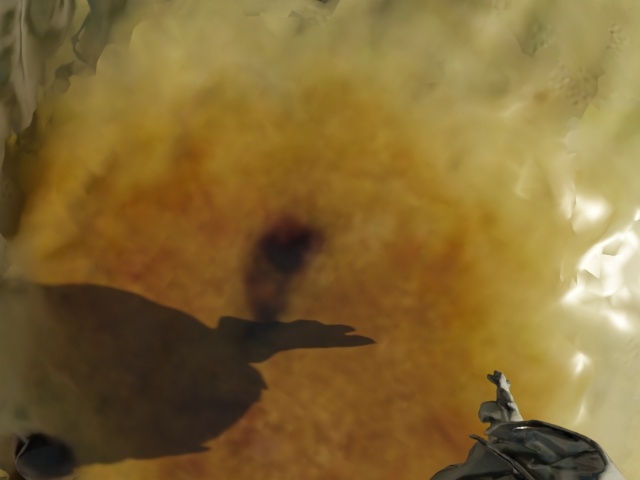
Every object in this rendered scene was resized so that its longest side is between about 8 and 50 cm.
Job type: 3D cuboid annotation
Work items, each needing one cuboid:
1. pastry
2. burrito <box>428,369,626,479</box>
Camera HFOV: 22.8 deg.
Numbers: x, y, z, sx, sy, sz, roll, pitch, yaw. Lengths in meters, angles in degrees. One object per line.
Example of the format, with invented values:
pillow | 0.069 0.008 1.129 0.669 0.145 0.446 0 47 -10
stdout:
pastry | 0.000 0.000 0.734 0.388 0.388 0.312 44 24 -6
burrito | 0.082 0.192 0.383 0.139 0.101 0.445 -7 40 -10
